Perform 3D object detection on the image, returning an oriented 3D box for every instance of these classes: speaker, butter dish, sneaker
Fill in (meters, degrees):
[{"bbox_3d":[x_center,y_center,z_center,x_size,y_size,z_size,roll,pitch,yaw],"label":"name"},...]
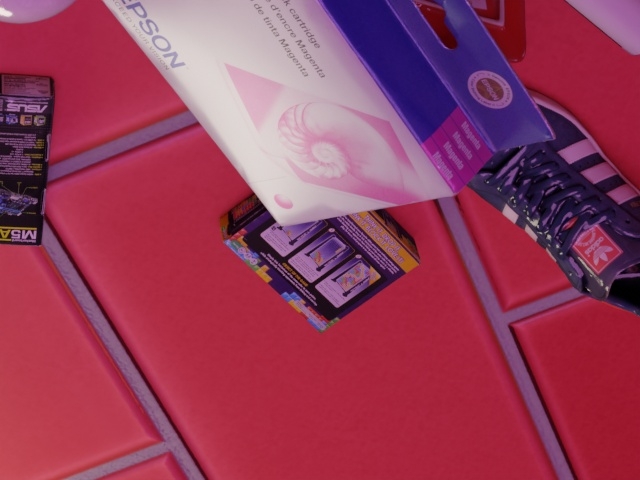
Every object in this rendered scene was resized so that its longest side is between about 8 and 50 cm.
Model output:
[{"bbox_3d":[0.277,-0.240,1.802,0.136,0.055,0.055,33,115,-29],"label":"speaker"},{"bbox_3d":[0.104,-0.225,1.750,0.160,0.160,0.118,14,146,-18],"label":"butter dish"},{"bbox_3d":[0.263,-0.029,1.898,0.350,0.148,0.131,32,116,-27],"label":"sneaker"}]

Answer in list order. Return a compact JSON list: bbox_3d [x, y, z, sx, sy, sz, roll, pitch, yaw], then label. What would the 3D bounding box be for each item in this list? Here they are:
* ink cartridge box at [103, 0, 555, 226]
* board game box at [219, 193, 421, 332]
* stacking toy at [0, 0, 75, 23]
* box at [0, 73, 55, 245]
[{"bbox_3d":[-0.003,-0.165,1.677,0.330,0.071,0.324,-10,126,46],"label":"ink cartridge box"},{"bbox_3d":[0.000,0.000,1.943,0.141,0.048,0.170,-36,123,15],"label":"board game box"},{"bbox_3d":[-0.215,-0.316,1.405,0.350,0.480,0.351,-4,127,-6],"label":"stacking toy"},{"bbox_3d":[-0.365,-0.082,1.830,0.190,0.045,0.184,2,128,-11],"label":"box"}]
